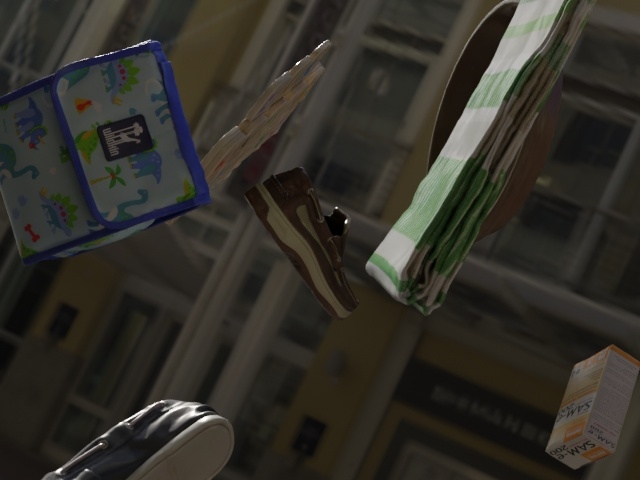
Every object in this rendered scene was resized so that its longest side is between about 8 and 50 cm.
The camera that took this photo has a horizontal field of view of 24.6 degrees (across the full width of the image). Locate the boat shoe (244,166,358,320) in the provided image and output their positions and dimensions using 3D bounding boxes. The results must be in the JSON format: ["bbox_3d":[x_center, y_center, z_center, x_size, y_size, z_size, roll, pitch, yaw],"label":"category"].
[{"bbox_3d":[0.003,0.005,1.851,0.095,0.095,0.257,53,-2,42],"label":"boat shoe"}]

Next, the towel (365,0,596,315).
[{"bbox_3d":[0.132,-0.100,1.178,0.038,0.325,0.248,27,1,-5],"label":"towel"}]

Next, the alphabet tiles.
[{"bbox_3d":[-0.088,-0.131,1.842,0.021,0.284,0.278,43,-53,0],"label":"alphabet tiles"}]

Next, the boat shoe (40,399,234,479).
[{"bbox_3d":[-0.243,0.278,1.608,0.095,0.335,0.112,22,-50,42],"label":"boat shoe"}]

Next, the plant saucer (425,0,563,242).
[{"bbox_3d":[0.187,-0.124,1.581,0.041,0.278,0.278,15,-4,-17],"label":"plant saucer"}]

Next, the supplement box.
[{"bbox_3d":[0.245,0.149,1.315,0.036,0.098,0.062,32,-34,-11],"label":"supplement box"}]

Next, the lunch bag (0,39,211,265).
[{"bbox_3d":[-0.164,-0.063,1.086,0.151,0.129,0.096,-19,-1,20],"label":"lunch bag"}]
